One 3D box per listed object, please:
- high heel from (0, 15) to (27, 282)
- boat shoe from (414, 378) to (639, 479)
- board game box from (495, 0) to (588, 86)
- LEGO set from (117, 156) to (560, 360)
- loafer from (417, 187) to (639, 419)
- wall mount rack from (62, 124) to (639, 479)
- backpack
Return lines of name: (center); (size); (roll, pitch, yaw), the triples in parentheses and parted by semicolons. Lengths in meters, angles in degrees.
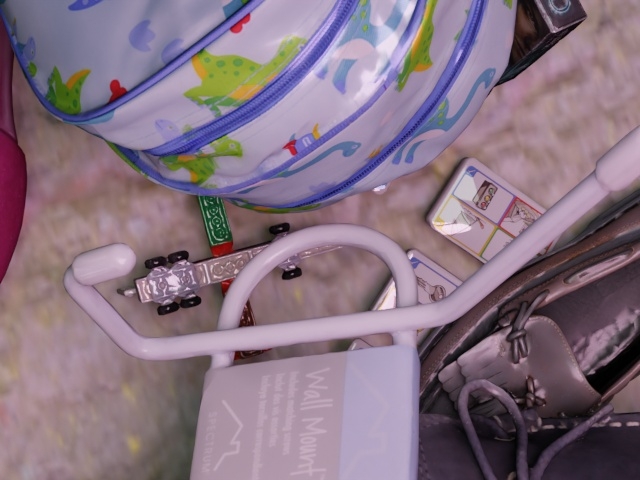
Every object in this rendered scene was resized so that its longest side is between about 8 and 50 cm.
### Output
high heel: (-0.355, -0.059, 0.807); (0.377, 0.127, 0.181); (2, 74, -7)
boat shoe: (0.096, 0.173, 0.741); (0.500, 0.156, 0.186); (-12, 52, 10)
board game box: (0.084, -0.189, 0.852); (0.026, 0.126, 0.186); (-25, 86, -14)
LEGO set: (0.000, 0.000, 0.879); (0.244, 0.060, 0.182); (33, 83, -12)
loafer: (0.149, 0.053, 0.845); (0.267, 0.084, 0.096); (-39, 106, -8)
wall mount rack: (0.018, 0.093, 0.642); (0.304, 0.130, 0.350); (-10, 51, 18)
backpack: (-0.054, -0.181, 0.746); (0.290, 0.273, 0.355); (-28, 84, 17)
